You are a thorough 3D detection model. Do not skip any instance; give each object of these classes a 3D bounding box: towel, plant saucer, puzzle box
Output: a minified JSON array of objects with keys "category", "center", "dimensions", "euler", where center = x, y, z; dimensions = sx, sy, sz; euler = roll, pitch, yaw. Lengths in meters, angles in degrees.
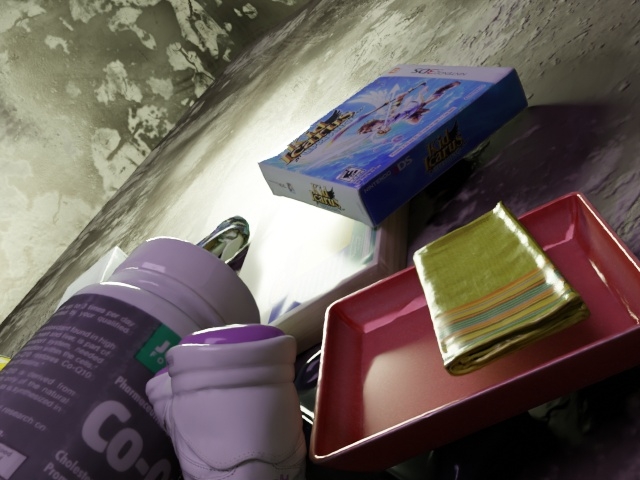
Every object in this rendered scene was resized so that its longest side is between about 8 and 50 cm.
[{"category":"towel","center":[0.127,0.028,0.648],"dimensions":[0.102,0.021,0.237],"euler":[-26,16,8]},{"category":"plant saucer","center":[0.121,0.070,0.651],"dimensions":[0.258,0.048,0.259],"euler":[-26,16,12]},{"category":"puzzle box","center":[0.000,0.000,1.111],"dimensions":[0.272,0.052,0.409],"euler":[-33,22,26]}]

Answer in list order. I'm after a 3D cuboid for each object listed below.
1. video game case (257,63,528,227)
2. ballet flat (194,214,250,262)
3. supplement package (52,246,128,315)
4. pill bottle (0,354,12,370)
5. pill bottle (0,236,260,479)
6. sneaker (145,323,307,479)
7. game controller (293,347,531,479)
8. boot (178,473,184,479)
[{"category":"video game case","center":[0.086,-0.136,1.068],"dimensions":[0.269,0.061,0.244],"euler":[-38,28,-20]},{"category":"ballet flat","center":[-0.193,0.033,1.410],"dimensions":[0.188,0.070,0.070],"euler":[-46,20,3]},{"category":"supplement package","center":[-0.373,0.144,1.419],"dimensions":[0.139,0.134,0.244],"euler":[-38,20,15]},{"category":"pill bottle","center":[-0.369,0.263,1.040],"dimensions":[0.333,0.188,0.188],"euler":[8,52,46]},{"category":"pill bottle","center":[-0.219,0.172,0.819],"dimensions":[0.204,0.204,0.361],"euler":[-23,25,45]},{"category":"sneaker","center":[-0.077,0.161,0.643],"dimensions":[0.114,0.152,0.305],"euler":[-6,-15,-10]},{"category":"game controller","center":[0.042,0.163,0.714],"dimensions":[0.166,0.067,0.319],"euler":[-34,17,-17]},{"category":"boot","center":[-0.126,0.261,0.838],"dimensions":[0.158,0.059,0.084],"euler":[-55,9,-26]}]
